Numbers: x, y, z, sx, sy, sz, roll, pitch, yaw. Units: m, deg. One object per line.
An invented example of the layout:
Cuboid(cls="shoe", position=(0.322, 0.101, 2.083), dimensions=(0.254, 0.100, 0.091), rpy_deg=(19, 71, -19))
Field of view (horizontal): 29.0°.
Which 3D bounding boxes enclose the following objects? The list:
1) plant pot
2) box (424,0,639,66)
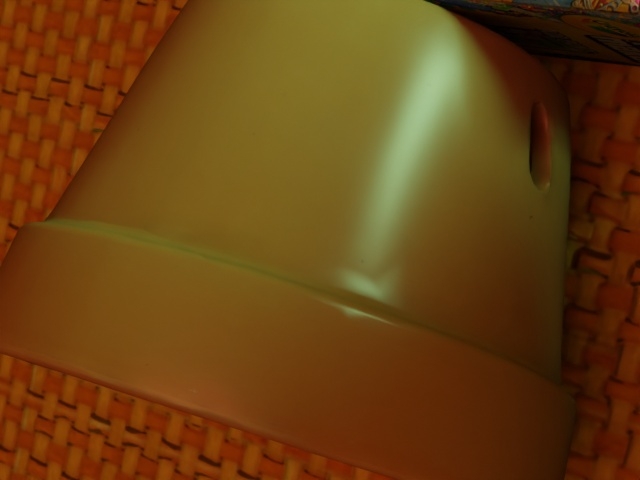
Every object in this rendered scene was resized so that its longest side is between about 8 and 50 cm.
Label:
Cuboid(cls="plant pot", position=(0.000, 0.000, 0.613), dimensions=(0.291, 0.291, 0.203), rpy_deg=(12, 80, 30))
Cuboid(cls="box", position=(0.079, -0.251, 0.620), dimensions=(0.279, 0.177, 0.289), rpy_deg=(13, 94, 30))
